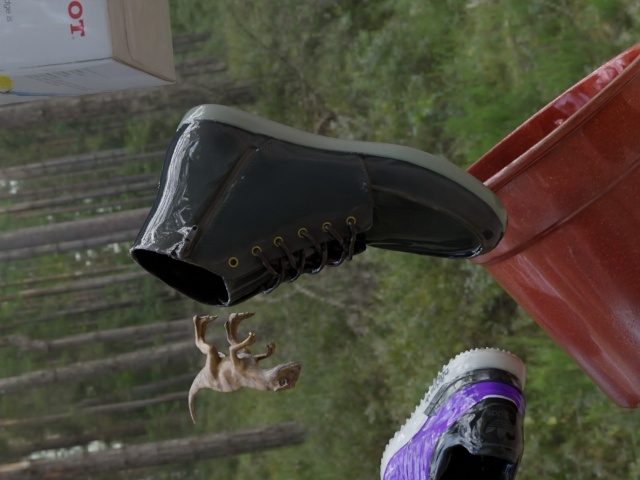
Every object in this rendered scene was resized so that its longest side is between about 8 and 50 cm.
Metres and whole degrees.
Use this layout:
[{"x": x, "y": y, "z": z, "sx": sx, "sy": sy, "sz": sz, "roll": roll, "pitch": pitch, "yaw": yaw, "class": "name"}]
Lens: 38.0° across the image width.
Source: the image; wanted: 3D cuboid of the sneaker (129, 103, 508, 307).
[{"x": 0.000, "y": 0.000, "z": 0.582, "sx": 0.083, "sy": 0.222, "sz": 0.118, "roll": 93, "pitch": -168, "yaw": -58, "class": "sneaker"}]

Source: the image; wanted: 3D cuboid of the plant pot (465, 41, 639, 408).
[{"x": 0.283, "y": -0.003, "z": 0.891, "sx": 0.265, "sy": 0.272, "sz": 0.272, "roll": 51, "pitch": -175, "yaw": -3, "class": "plant pot"}]

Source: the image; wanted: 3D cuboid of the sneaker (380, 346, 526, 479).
[{"x": 0.129, "y": 0.252, "z": 0.953, "sx": 0.146, "sy": 0.102, "sz": 0.293, "roll": -87, "pitch": 10, "yaw": -47, "class": "sneaker"}]

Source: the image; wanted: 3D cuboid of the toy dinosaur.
[{"x": -0.108, "y": 0.137, "z": 0.993, "sx": 0.211, "sy": 0.064, "sz": 0.112, "roll": -19, "pitch": 74, "yaw": 49, "class": "toy dinosaur"}]

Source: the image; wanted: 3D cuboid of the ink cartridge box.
[{"x": -0.293, "y": -0.234, "z": 0.850, "sx": 0.197, "sy": 0.270, "sz": 0.198, "roll": -23, "pitch": -72, "yaw": -83, "class": "ink cartridge box"}]
